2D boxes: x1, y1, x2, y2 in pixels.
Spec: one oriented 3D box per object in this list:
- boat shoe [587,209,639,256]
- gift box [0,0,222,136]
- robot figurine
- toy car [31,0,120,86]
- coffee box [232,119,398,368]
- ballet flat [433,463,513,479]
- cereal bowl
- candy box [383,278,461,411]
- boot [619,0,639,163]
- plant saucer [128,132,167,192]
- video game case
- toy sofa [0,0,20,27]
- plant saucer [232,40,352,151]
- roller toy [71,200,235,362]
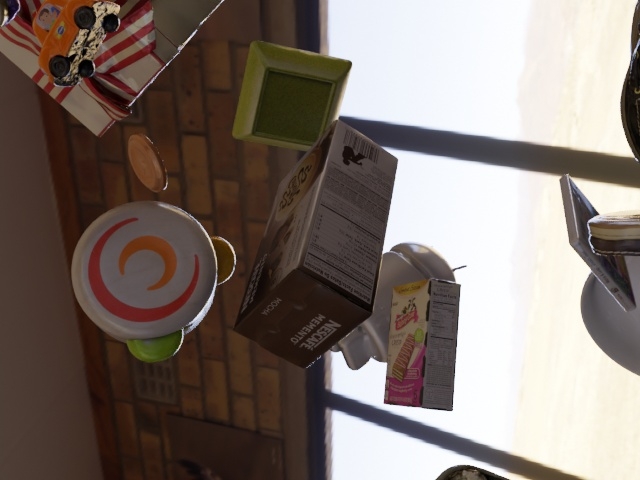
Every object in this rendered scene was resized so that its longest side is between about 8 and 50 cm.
[{"bbox_3d":[0.423,0.017,0.790,0.103,0.285,0.092,-122,35,-76],"label":"boat shoe"},{"bbox_3d":[-0.332,-0.353,1.148,0.276,0.255,0.258,-37,20,45],"label":"gift box"},{"bbox_3d":[0.167,0.138,1.690,0.353,0.300,0.200,-37,-40,-16],"label":"robot figurine"},{"bbox_3d":[-0.134,-0.137,0.460,0.060,0.040,0.122,-56,-2,33],"label":"toy car"},{"bbox_3d":[0.000,0.000,1.022,0.168,0.119,0.297,-44,23,43],"label":"coffee box"},{"bbox_3d":[0.196,0.253,0.643,0.068,0.213,0.072,66,-137,-58],"label":"ballet flat"},{"bbox_3d":[0.673,0.112,1.393,0.141,0.339,0.339,-50,-35,-42],"label":"cereal bowl"},{"bbox_3d":[0.189,0.197,1.397,0.159,0.071,0.233,155,124,-67],"label":"candy box"},{"bbox_3d":[0.424,-0.205,0.872,0.178,0.085,0.236,-16,-73,-87],"label":"boot"},{"bbox_3d":[-0.233,-0.102,0.993,0.013,0.083,0.083,-30,-48,-31],"label":"plant saucer"},{"bbox_3d":[0.380,0.001,1.024,0.143,0.019,0.157,44,-147,-21],"label":"video game case"},{"bbox_3d":[-0.423,-0.301,0.657,0.150,0.362,0.177,-84,-2,-59],"label":"toy sofa"},{"bbox_3d":[-0.050,-0.245,1.338,0.045,0.188,0.188,-105,27,-58],"label":"plant saucer"},{"bbox_3d":[-0.241,0.048,1.047,0.209,0.191,0.146,-57,0,-16],"label":"roller toy"}]
